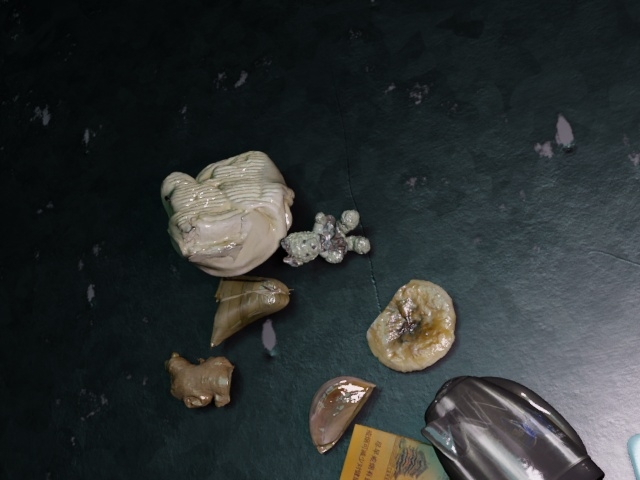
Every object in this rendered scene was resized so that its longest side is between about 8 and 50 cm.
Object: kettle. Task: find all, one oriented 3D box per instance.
[{"bbox_3d":[0.365,0.385,1.584,0.324,0.321,0.228,46,134,28],"label":"kettle"}]

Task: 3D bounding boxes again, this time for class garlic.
[{"bbox_3d":[0.028,0.375,1.855,0.101,0.087,0.196,36,83,20],"label":"garlic"}]

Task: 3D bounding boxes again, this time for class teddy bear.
[{"bbox_3d":[0.005,-0.005,2.016,0.213,0.111,0.133,-16,99,-1],"label":"teddy bear"}]

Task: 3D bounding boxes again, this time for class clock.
[{"bbox_3d":[0.663,0.411,1.556,0.147,0.045,0.108,-16,63,17],"label":"clock"}]

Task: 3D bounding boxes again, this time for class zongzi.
[{"bbox_3d":[-0.181,0.181,2.028,0.194,0.099,0.197,0,66,32],"label":"zongzi"}]

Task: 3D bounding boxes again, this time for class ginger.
[{"bbox_3d":[-0.309,0.346,2.034,0.213,0.074,0.137,2,60,22],"label":"ginger"}]

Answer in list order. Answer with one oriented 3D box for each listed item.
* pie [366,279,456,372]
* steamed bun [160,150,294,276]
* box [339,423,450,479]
[{"bbox_3d":[0.216,0.200,1.863,0.185,0.052,0.218,35,87,28],"label":"pie"},{"bbox_3d":[-0.239,-0.042,2.074,0.346,0.238,0.394,12,38,26],"label":"steamed bun"},{"bbox_3d":[0.180,0.506,1.727,0.274,0.076,0.174,9,73,29],"label":"box"}]
